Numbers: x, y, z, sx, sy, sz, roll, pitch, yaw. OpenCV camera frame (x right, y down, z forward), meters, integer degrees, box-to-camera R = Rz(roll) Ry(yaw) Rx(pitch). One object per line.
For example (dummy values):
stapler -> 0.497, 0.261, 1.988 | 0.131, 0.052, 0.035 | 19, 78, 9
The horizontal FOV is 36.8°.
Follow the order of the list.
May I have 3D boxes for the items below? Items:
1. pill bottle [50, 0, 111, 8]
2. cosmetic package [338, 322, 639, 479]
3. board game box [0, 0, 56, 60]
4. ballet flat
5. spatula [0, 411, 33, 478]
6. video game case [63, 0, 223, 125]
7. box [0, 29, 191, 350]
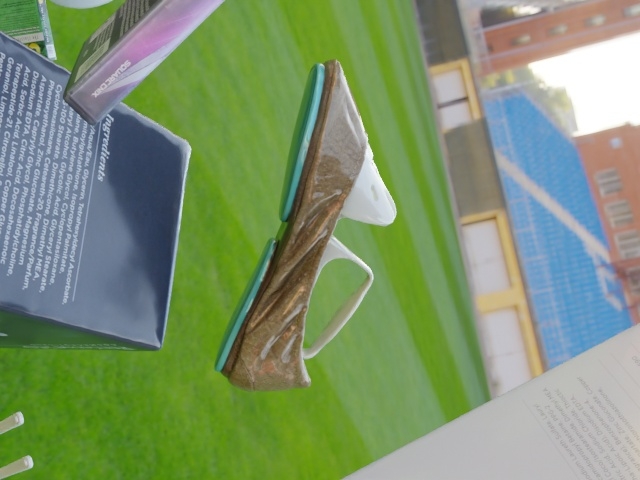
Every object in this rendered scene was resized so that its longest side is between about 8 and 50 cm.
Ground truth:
pill bottle -> -0.311, -0.398, 1.275 | 0.301, 0.169, 0.169 | -91, 166, -70
cosmetic package -> 0.152, 0.234, 0.686 | 0.156, 0.385, 0.217 | -117, -176, -50
board game box -> -0.551, -0.341, 1.543 | 0.030, 0.260, 0.136 | -35, 120, -68
ballet flat -> 0.000, 0.000, 0.948 | 0.116, 0.124, 0.342 | -112, -140, -76
spatula -> -0.433, 0.323, 1.334 | 0.019, 0.242, 0.168 | -11, 80, -40
video game case -> -0.034, -0.185, 0.538 | 0.026, 0.274, 0.196 | 46, 6, -21
box -> -0.350, -0.042, 0.799 | 0.395, 0.294, 0.211 | 28, 64, -57
